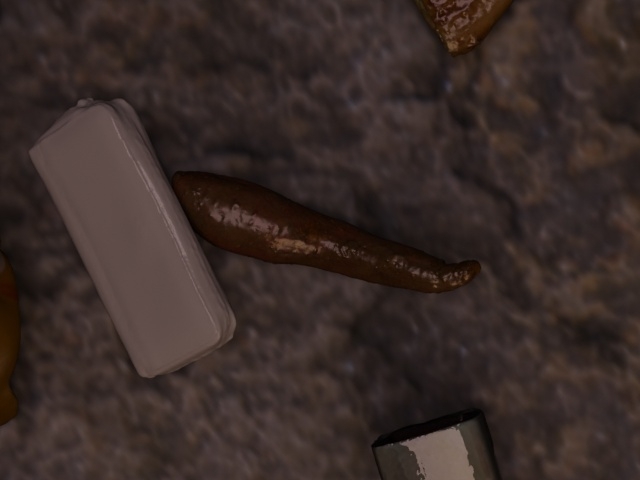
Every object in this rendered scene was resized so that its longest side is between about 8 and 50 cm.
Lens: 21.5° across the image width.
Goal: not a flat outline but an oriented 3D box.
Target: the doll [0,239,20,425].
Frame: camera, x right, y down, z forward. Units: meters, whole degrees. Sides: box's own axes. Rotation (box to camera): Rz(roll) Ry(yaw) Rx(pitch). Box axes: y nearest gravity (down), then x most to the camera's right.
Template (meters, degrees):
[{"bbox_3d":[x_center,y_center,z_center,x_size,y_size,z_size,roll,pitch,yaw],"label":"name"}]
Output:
[{"bbox_3d":[-0.290,0.002,1.092,0.166,0.162,0.270,-17,81,-26],"label":"doll"}]

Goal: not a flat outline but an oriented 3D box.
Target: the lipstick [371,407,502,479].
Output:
[{"bbox_3d":[0.106,0.241,1.092,0.077,0.079,0.253,-17,87,5],"label":"lipstick"}]

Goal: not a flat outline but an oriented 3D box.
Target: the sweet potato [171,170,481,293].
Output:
[{"bbox_3d":[0.000,0.000,1.118,0.214,0.050,0.050,17,91,7],"label":"sweet potato"}]

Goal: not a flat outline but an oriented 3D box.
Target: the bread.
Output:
[{"bbox_3d":[0.104,-0.219,1.113,0.136,0.054,0.154,-32,92,5],"label":"bread"}]

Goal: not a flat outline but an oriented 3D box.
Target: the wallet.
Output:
[{"bbox_3d":[-0.127,-0.004,1.123,0.095,0.033,0.190,-27,87,36],"label":"wallet"}]
